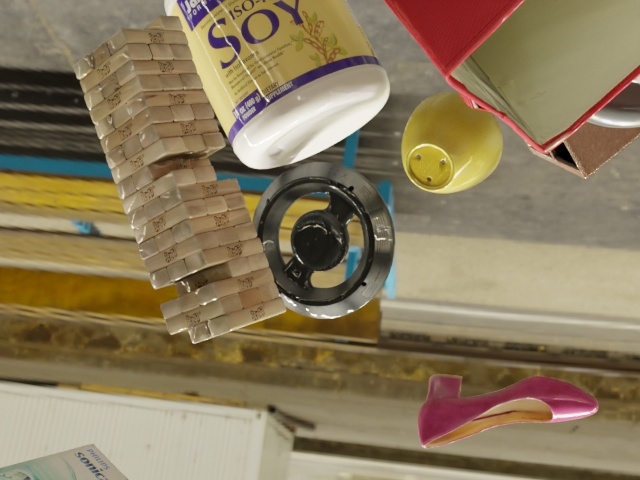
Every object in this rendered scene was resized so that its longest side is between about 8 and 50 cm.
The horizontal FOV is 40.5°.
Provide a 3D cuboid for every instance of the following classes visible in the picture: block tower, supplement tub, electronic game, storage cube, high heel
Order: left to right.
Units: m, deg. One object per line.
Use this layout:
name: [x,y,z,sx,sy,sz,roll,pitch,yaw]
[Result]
block tower: [-0.151,-0.063,0.911,0.091,0.335,0.097,-23,175,38]
supplement tub: [-0.074,-0.295,1.228,0.241,0.331,0.241,-27,172,-4]
electronic game: [0.000,0.000,1.264,0.229,0.229,0.048,-2,-177,26]
high heel: [0.259,0.249,1.207,0.244,0.117,0.082,7,135,11]
storage cube: [0.171,-0.224,0.716,0.215,0.193,0.183,-44,143,20]

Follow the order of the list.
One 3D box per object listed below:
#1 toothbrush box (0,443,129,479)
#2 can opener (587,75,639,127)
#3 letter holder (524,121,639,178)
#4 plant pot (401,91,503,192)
toothbrush box: [-0.392,0.401,1.068,0.126,0.216,0.295,31,-159,34]
can opener: [0.395,-0.119,0.909,0.283,0.095,0.076,21,146,16]
letter holder: [0.413,-0.277,1.249,0.214,0.302,0.152,52,179,-27]
plant pot: [0.159,-0.114,1.130,0.134,0.095,0.134,14,123,22]
